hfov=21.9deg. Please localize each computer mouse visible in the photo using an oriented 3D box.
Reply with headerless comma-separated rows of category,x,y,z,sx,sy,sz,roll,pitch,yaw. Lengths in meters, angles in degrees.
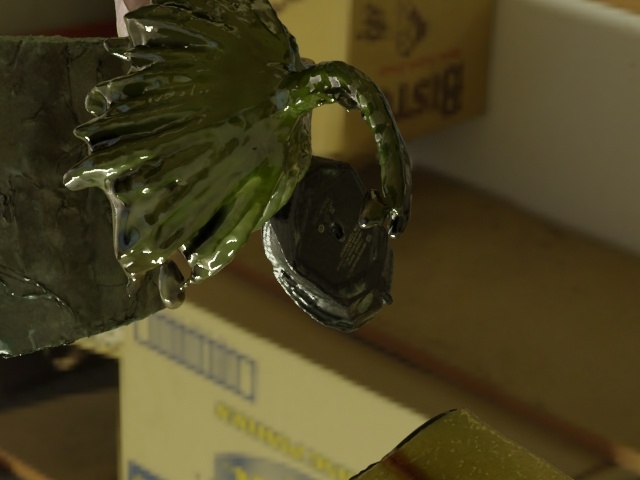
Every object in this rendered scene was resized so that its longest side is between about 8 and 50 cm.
computer mouse,0.000,0.000,1.406,0.062,0.192,0.106,12,-119,38

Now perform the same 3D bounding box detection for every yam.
yam,-0.286,-0.048,1.697,0.241,0.348,0.241,-3,-168,1

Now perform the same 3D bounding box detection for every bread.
bread,0.126,0.263,1.272,0.167,0.163,0.264,-31,-160,-12

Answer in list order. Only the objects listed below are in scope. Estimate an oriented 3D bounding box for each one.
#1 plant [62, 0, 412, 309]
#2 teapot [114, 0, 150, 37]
plant,-0.012,-0.080,1.131,0.333,0.251,0.180,-4,159,42
teapot,-0.195,-0.316,2.203,0.163,0.178,0.221,-22,164,-23
